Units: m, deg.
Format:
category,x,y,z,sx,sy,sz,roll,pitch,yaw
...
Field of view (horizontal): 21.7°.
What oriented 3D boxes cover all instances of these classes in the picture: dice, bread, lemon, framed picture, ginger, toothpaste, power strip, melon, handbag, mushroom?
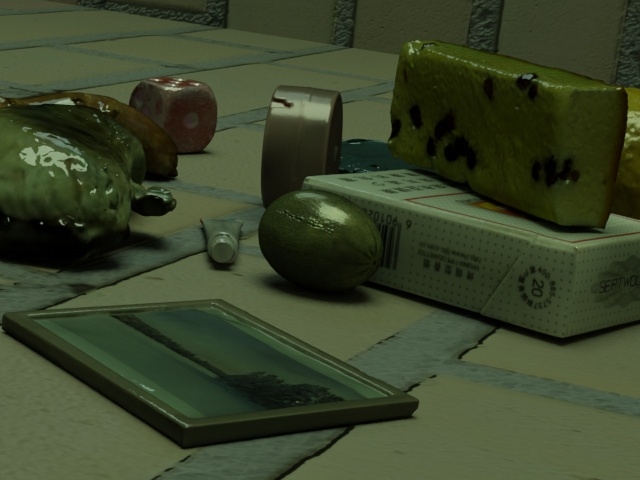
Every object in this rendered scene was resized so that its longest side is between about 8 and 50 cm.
category,x,y,z,sx,sy,sz,roll,pitch,yaw
dice,-0.201,-0.171,2.273,0.094,0.093,0.091,-3,16,-39
bread,0.177,-0.117,1.707,0.077,0.138,0.361,0,13,-26
lemon,0.345,-0.080,1.916,0.192,0.192,0.231,-2,21,-34
framed picture,-0.093,0.096,1.317,0.213,0.016,0.289,-3,16,-36
ginger,-0.318,-0.127,2.003,0.133,0.107,0.309,-1,0,44
toothpaste,-0.102,-0.005,1.737,0.048,0.031,0.190,2,10,-4
power strip,-0.019,-0.101,1.935,0.078,0.154,0.154,5,12,7
melon,0.000,0.000,1.608,0.130,0.098,0.098,15,15,35
handbag,0.090,-0.074,2.058,0.229,0.062,0.179,13,15,29
mushroom,-0.266,-0.073,1.728,0.247,0.130,0.344,3,13,6

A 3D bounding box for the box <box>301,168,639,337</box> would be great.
category,x,y,z,sx,sy,sz,roll,pitch,yaw
box,0.166,0.005,1.675,0.330,0.095,0.210,14,14,37
